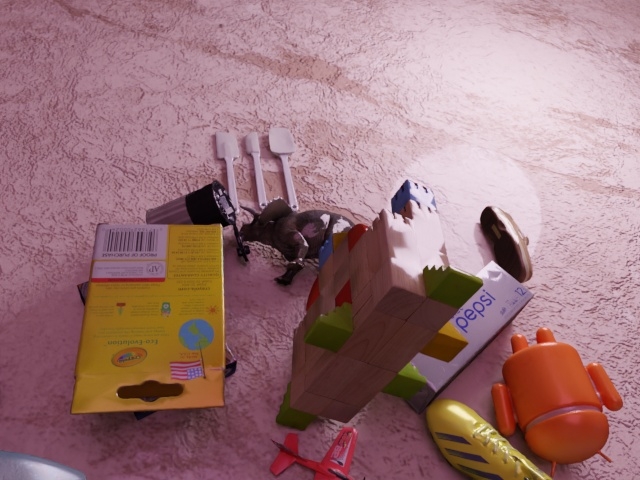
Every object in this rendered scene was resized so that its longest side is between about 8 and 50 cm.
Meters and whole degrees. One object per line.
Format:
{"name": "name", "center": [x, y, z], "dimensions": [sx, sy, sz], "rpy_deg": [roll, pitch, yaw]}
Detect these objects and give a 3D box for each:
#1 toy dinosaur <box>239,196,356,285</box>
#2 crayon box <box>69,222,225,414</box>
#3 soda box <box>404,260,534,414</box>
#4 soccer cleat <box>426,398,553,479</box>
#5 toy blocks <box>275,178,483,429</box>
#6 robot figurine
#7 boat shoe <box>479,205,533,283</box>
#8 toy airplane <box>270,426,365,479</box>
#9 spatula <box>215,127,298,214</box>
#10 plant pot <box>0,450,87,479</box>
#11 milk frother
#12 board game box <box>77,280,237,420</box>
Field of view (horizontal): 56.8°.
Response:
{"name": "toy dinosaur", "center": [0.000, 0.000, 1.063], "dimensions": [0.313, 0.121, 0.160], "rpy_deg": [5, 63, -2]}
{"name": "crayon box", "center": [-0.245, 0.118, 0.883], "dimensions": [0.202, 0.081, 0.319], "rpy_deg": [1, 50, -10]}
{"name": "soda box", "center": [0.231, 0.156, 0.995], "dimensions": [0.286, 0.091, 0.098], "rpy_deg": [-34, 65, -32]}
{"name": "soccer cleat", "center": [0.273, 0.328, 0.841], "dimensions": [0.093, 0.121, 0.289], "rpy_deg": [-28, 61, -29]}
{"name": "toy blocks", "center": [0.063, 0.077, 0.877], "dimensions": [0.190, 0.381, 0.261], "rpy_deg": [21, 38, -17]}
{"name": "robot figurine", "center": [0.362, 0.248, 0.923], "dimensions": [0.158, 0.128, 0.219], "rpy_deg": [7, 48, -19]}
{"name": "boat shoe", "center": [0.385, 0.004, 1.172], "dimensions": [0.072, 0.068, 0.190], "rpy_deg": [6, 49, -21]}
{"name": "toy airplane", "center": [-0.007, 0.327, 0.848], "dimensions": [0.151, 0.028, 0.151], "rpy_deg": [6, 48, -7]}
{"name": "spatula", "center": [-0.126, -0.150, 1.227], "dimensions": [0.168, 0.019, 0.242], "rpy_deg": [-3, 51, -14]}
{"name": "plant pot", "center": [-0.369, 0.366, 0.617], "dimensions": [0.252, 0.248, 0.247], "rpy_deg": [-3, 49, -36]}
{"name": "milk frother", "center": [-0.210, -0.012, 1.050], "dimensions": [0.134, 0.129, 0.143], "rpy_deg": [-21, 80, 11]}
{"name": "board game box", "center": [-0.262, 0.141, 0.944], "dimensions": [0.165, 0.042, 0.243], "rpy_deg": [-22, 58, -26]}
